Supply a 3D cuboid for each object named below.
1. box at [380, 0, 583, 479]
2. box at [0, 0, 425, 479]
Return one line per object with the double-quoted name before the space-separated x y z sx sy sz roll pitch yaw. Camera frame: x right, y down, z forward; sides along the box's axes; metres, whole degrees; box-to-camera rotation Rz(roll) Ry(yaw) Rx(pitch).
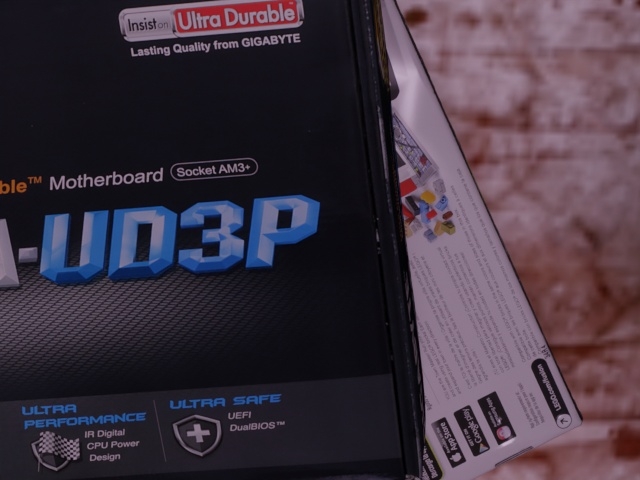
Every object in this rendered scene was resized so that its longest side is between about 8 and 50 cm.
"box" 0.000 0.000 0.614 0.114 0.036 0.207 -26 113 -1
"box" -0.083 -0.004 0.552 0.220 0.051 0.175 -4 116 7
